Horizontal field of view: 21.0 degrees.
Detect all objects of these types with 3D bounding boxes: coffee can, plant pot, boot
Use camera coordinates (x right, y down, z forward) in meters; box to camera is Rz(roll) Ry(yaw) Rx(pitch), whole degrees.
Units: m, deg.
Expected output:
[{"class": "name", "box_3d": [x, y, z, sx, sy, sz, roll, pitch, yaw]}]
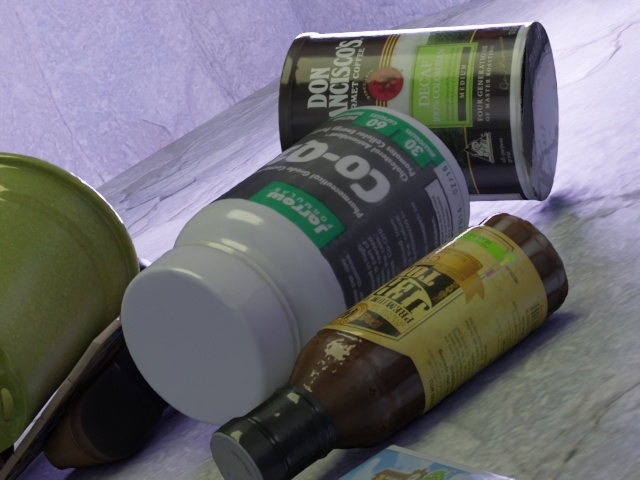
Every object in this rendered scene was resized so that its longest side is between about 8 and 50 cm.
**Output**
[{"class": "coffee can", "box_3d": [0.115, -0.140, 1.948, 0.275, 0.201, 0.201, -1, 20, 19]}, {"class": "plant pot", "box_3d": [-0.354, 0.088, 1.801, 0.276, 0.276, 0.254, -22, 24, 24]}, {"class": "boot", "box_3d": [-0.187, 0.141, 1.856, 0.115, 0.112, 0.305, -31, 7, 45]}]

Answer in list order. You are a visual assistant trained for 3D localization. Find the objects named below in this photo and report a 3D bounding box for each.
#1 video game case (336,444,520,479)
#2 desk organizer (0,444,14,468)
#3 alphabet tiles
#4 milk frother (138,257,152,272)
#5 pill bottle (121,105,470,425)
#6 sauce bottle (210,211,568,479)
[{"class": "video game case", "box_3d": [0.023, 0.214, 1.225, 0.193, 0.023, 0.212, -31, 12, -19]}, {"class": "desk organizer", "box_3d": [-0.366, 0.235, 1.891, 0.050, 0.047, 0.130, -31, -2, -36]}, {"class": "alphabet tiles", "box_3d": [-0.235, 0.127, 1.841, 0.342, 0.011, 0.285, -52, -1, 28]}, {"class": "milk frother", "box_3d": [-0.220, 0.110, 2.108, 0.135, 0.129, 0.143, -30, 55, -3]}, {"class": "pill bottle", "box_3d": [-0.020, 0.022, 1.727, 0.204, 0.204, 0.361, -16, 16, 43]}, {"class": "sauce bottle", "box_3d": [0.060, 0.099, 1.443, 0.344, 0.111, 0.111, -34, 13, -31]}]
